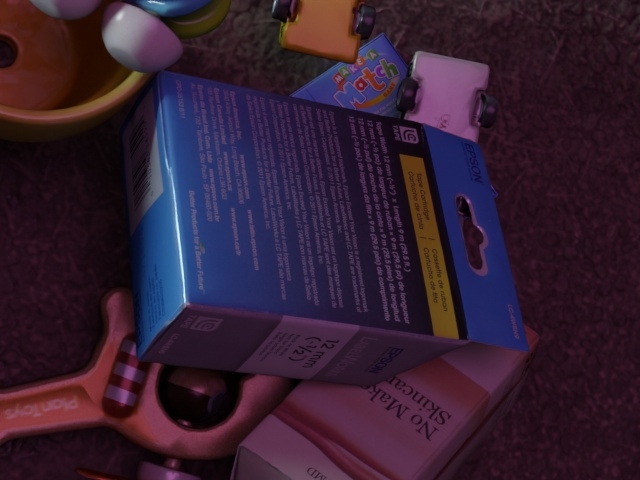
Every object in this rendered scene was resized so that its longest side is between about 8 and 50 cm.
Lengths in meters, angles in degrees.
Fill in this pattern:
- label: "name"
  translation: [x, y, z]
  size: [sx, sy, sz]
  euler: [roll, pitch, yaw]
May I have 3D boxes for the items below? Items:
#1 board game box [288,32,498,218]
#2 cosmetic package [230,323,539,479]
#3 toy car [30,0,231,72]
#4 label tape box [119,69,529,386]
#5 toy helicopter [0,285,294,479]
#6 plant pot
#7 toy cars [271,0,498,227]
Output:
- label: "board game box"
  translation: [0.063, -0.088, 1.733]
  size: [0.160, 0.039, 0.211]
  euler: [-35, 92, -21]
- label: "cosmetic package"
  translation: [0.061, 0.174, 1.573]
  size: [0.153, 0.129, 0.296]
  euler: [33, 53, 17]
- label: "toy car"
  translation: [-0.150, -0.244, 1.387]
  size: [0.182, 0.136, 0.159]
  euler: [34, 71, -9]
- label: "label tape box"
  translation: [0.000, 0.000, 1.516]
  size: [0.348, 0.115, 0.249]
  euler: [10, 53, -28]
- label: "toy helicopter"
  translation: [-0.198, 0.163, 1.569]
  size: [0.355, 0.140, 0.235]
  euler: [-10, 92, -11]
- label: "plant pot"
  translation: [-0.282, -0.202, 1.536]
  size: [0.254, 0.239, 0.254]
  euler: [4, 78, -18]
- label: "toy cars"
  translation: [0.061, -0.182, 1.689]
  size: [0.176, 0.087, 0.393]
  euler: [-30, 93, -9]
